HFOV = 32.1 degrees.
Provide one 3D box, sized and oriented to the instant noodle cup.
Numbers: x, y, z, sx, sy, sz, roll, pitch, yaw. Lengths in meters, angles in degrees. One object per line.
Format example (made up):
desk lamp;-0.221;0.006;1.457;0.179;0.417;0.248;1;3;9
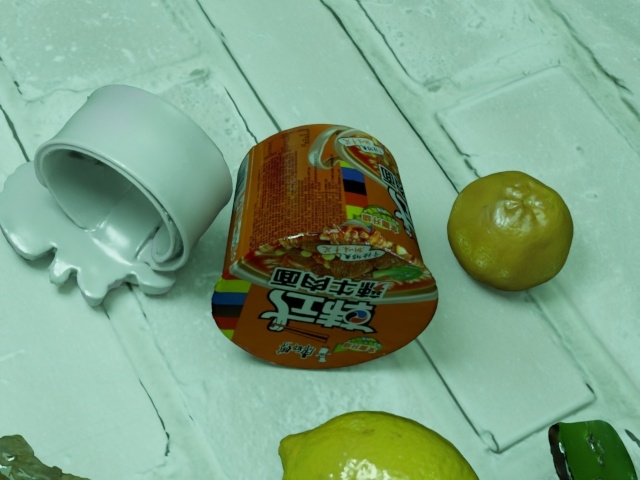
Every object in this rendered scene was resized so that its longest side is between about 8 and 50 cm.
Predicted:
instant noodle cup;0.000;0.000;1.268;0.250;0.250;0.192;4;50;-10

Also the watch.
watch;-0.239;-0.057;1.247;0.244;0.231;0.196;31;60;3

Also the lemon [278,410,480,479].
lemon;0.067;0.272;1.141;0.256;0.188;0.188;25;57;12

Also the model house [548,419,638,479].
model house;0.273;0.356;1.188;0.207;0.154;0.294;13;54;-58

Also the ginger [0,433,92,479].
ginger;-0.367;0.260;1.112;0.290;0.084;0.122;-2;53;-14

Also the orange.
orange;0.238;-0.017;1.384;0.158;0.136;0.159;4;59;-7
